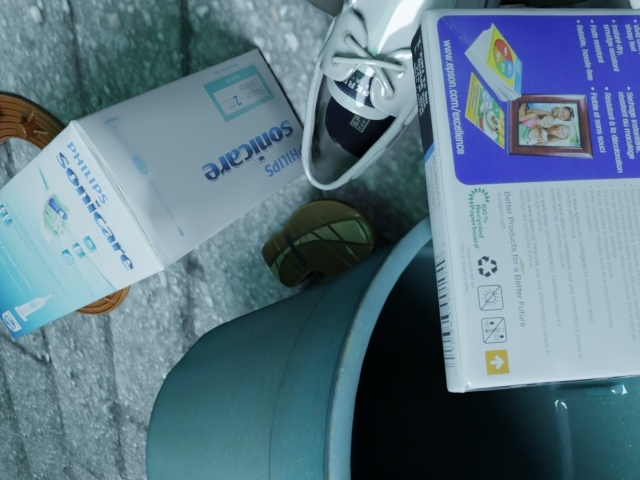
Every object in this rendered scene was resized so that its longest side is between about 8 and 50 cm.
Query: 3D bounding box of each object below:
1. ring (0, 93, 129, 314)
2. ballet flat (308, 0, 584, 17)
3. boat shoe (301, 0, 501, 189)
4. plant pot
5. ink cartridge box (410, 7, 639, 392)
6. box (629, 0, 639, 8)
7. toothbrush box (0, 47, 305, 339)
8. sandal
[{"bbox_3d":[-0.394,-0.036,0.906,0.336,0.032,0.337,19,126,28],"label":"ring"},{"bbox_3d":[0.082,-0.195,0.440,0.249,0.058,0.084,12,145,38],"label":"ballet flat"},{"bbox_3d":[0.044,-0.118,0.442,0.095,0.084,0.258,32,150,8],"label":"boat shoe"},{"bbox_3d":[0.042,0.169,0.522,0.334,0.341,0.341,-19,104,51],"label":"plant pot"},{"bbox_3d":[0.163,-0.028,0.362,0.045,0.208,0.207,112,154,-77],"label":"ink cartridge box"},{"bbox_3d":[0.174,-0.241,0.270,0.126,0.148,0.233,-11,109,41],"label":"box"},{"bbox_3d":[-0.181,-0.037,0.617,0.295,0.216,0.126,-20,104,43],"label":"toothbrush box"},{"bbox_3d":[0.000,0.000,0.626,0.072,0.049,0.180,60,148,-1],"label":"sandal"}]
